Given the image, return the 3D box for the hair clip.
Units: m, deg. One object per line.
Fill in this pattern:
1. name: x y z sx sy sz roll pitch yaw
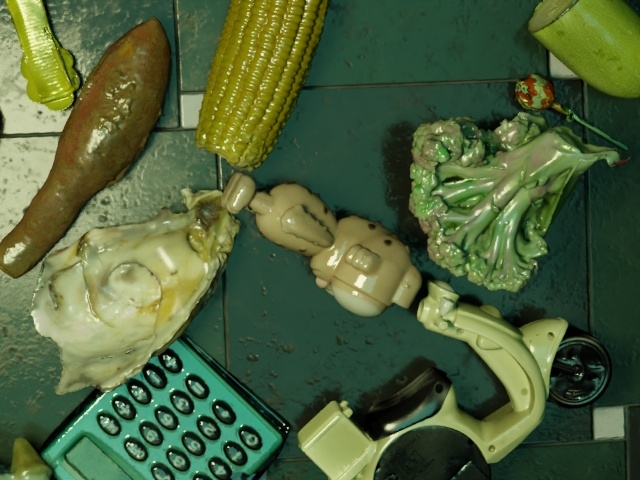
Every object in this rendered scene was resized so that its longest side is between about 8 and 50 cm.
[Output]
1. hair clip: -0.364 -0.248 1.813 0.072 0.046 0.173 -22 94 0

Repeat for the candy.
1. candy: 0.338 -0.166 1.884 0.184 0.055 0.049 29 94 -15

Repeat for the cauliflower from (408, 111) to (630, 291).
1. cauliflower: 0.249 -0.078 1.766 0.256 0.315 0.239 -30 90 -46

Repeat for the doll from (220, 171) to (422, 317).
1. doll: 0.000 0.000 1.809 0.278 0.154 0.119 30 90 -6

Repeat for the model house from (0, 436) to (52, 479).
1. model house: -0.463 0.358 1.806 0.267 0.194 0.325 -37 60 26

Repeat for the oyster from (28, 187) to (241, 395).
1. oyster: -0.241 0.068 1.819 0.271 0.100 0.275 1 77 0

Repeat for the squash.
1. squash: 0.376 -0.261 1.843 0.186 0.123 0.123 39 90 -10

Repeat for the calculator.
1. calculator: -0.203 0.278 1.861 0.274 0.058 0.248 -45 97 -1

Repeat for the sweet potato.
1. sweet potato: -0.295 -0.111 1.804 0.109 0.109 0.385 30 92 -6

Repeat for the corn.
1. corn: -0.066 -0.261 1.800 0.131 0.131 0.345 17 95 -6

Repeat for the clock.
1. clock: 0.177 0.212 1.862 0.276 0.120 0.379 43 90 -12
